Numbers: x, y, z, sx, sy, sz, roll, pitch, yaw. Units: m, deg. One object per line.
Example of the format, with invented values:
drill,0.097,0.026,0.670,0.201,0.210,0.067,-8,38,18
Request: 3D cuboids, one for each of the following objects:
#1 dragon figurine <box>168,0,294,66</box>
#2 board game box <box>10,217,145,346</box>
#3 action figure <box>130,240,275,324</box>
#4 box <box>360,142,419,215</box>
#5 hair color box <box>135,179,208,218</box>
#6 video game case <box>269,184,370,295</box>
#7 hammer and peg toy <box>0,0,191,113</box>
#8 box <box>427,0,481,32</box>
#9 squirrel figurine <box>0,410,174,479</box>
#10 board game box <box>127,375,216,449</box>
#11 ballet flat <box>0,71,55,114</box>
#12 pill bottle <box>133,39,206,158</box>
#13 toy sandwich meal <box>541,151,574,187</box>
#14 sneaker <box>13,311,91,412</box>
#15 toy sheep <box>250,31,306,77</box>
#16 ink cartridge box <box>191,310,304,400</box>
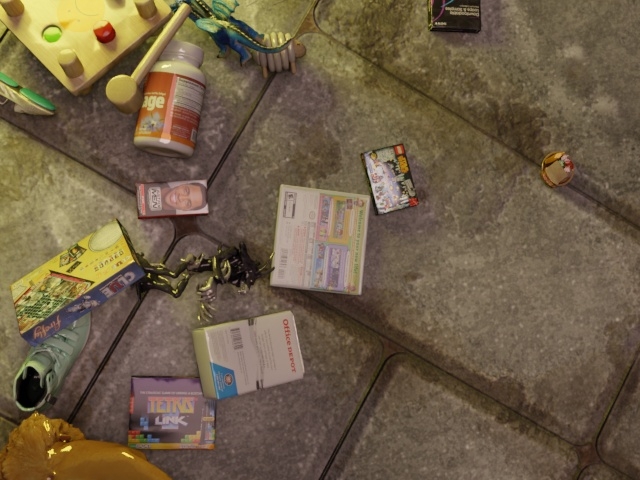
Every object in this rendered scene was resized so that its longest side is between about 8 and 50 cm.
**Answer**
dragon figurine,-0.189,-0.426,1.716,0.085,0.289,0.144,-53,134,-8
board game box,-0.459,0.076,1.636,0.243,0.165,0.042,-33,129,-3
action figure,-0.225,0.083,1.695,0.276,0.164,0.141,-2,58,-3
box,0.146,-0.130,1.843,0.094,0.027,0.137,-15,88,-12
hair color box,-0.298,-0.083,1.749,0.141,0.043,0.072,-4,86,-12
video game case,0.000,0.000,1.809,0.193,0.023,0.212,7,84,-10
hammer and peg toy,-0.415,-0.406,1.669,0.266,0.127,0.361,-44,78,-11
box,0.292,-0.536,1.900,0.116,0.029,0.162,-1,87,-11
squirrel figurine,-0.390,0.478,1.565,0.397,0.370,0.281,33,80,22
board game box,-0.291,0.339,1.717,0.170,0.048,0.141,2,87,-11
ballet flat,-0.600,-0.282,1.711,0.168,0.057,0.052,33,108,-3
pill bottle,-0.294,-0.280,1.725,0.121,0.121,0.216,10,83,-10
toy sandwich meal,0.524,-0.158,1.915,0.086,0.029,0.085,1,86,-11
sneaker,-0.500,0.204,1.635,0.094,0.151,0.256,18,82,-7
toy sheep,-0.094,-0.385,1.790,0.132,0.091,0.091,-10,88,-6
ink cartridge box,-0.142,0.224,1.710,0.191,0.082,0.139,-9,87,-31
